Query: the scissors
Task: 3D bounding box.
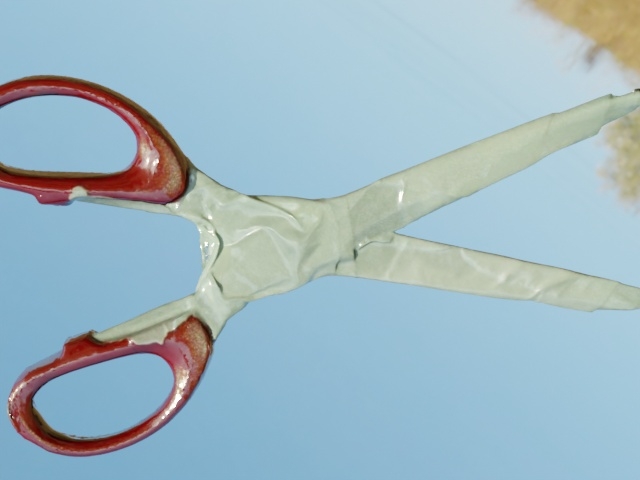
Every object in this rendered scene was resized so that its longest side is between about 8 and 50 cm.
[{"bbox_3d":[0.000,0.000,0.492,0.247,0.144,0.017,-7,-166,1],"label":"scissors"}]
